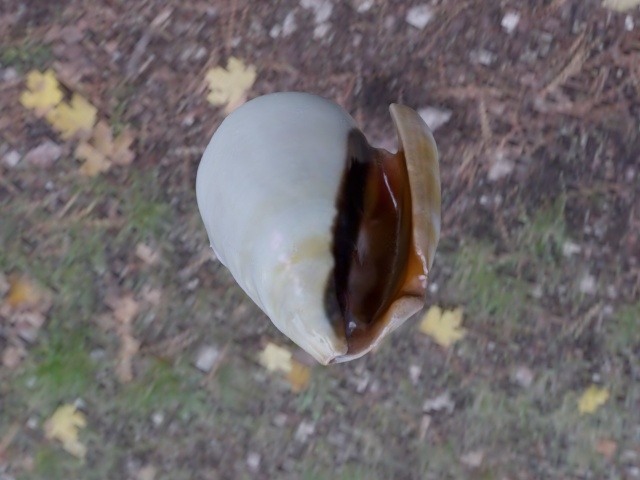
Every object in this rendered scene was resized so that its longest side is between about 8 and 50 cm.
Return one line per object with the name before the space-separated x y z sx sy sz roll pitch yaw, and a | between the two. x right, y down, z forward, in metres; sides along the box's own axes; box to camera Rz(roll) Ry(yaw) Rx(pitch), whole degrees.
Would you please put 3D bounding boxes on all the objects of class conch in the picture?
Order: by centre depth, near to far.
conch | 0.001 -0.011 0.743 0.104 0.176 0.094 3 104 -10
